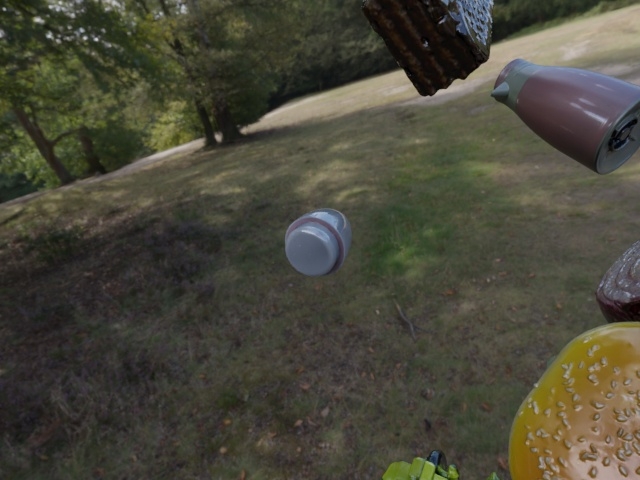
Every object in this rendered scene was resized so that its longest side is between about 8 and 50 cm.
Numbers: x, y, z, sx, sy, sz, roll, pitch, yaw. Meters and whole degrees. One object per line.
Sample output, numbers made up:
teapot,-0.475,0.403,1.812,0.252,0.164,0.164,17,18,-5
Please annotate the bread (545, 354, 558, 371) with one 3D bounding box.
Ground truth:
bread,0.692,0.375,0.943,0.340,0.301,0.210,1,-16,-14

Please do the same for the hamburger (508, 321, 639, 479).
hamburger,0.370,0.241,0.540,0.227,0.151,0.295,33,93,34

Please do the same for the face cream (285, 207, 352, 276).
face cream,0.000,0.000,0.640,0.091,0.091,0.095,-7,21,26

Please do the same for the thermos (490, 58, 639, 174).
thermos,0.455,-0.253,0.824,0.176,0.146,0.265,-22,47,-19

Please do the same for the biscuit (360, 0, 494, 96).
biscuit,0.134,-0.308,0.481,0.073,0.107,0.389,-21,38,41

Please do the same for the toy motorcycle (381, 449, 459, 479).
toy motorcycle,0.189,0.564,0.822,0.142,0.343,0.206,2,15,27

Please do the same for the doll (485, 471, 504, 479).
doll,0.519,0.666,1.037,0.099,0.341,0.346,-54,13,-19

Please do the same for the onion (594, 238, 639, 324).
onion,0.636,0.082,0.679,0.282,0.260,0.337,-46,-6,-38
